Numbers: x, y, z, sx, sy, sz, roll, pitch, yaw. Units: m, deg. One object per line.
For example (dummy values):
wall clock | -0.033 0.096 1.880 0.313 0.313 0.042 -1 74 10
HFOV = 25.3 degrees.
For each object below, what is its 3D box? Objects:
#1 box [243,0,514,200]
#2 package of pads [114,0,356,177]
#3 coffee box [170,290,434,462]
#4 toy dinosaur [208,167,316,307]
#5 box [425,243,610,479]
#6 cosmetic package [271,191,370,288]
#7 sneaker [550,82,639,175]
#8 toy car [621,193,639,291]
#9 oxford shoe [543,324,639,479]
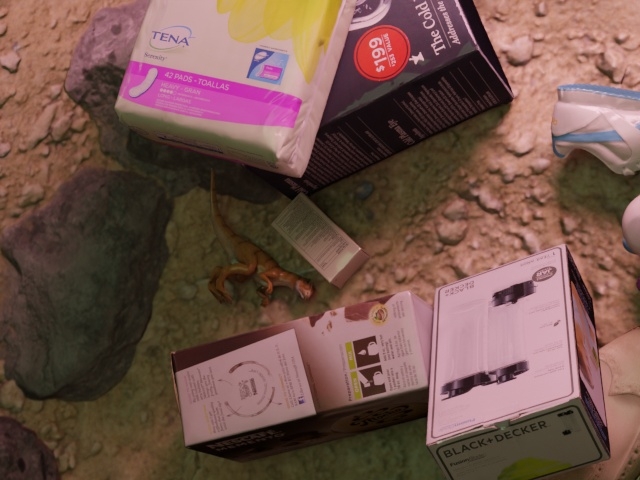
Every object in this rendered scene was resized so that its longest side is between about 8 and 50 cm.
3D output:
box | 0.019 -0.275 1.760 0.313 0.179 0.343 -26 68 14
package of pads | -0.091 -0.240 1.641 0.229 0.101 0.296 15 82 23
coffee box | -0.002 0.163 1.658 0.297 0.168 0.118 -16 71 16
toy dinosaur | -0.099 0.022 1.801 0.211 0.064 0.112 40 74 16
box | 0.208 0.137 1.530 0.169 0.087 0.290 -21 26 17
cosmetic package | 0.000 0.000 1.769 0.060 0.041 0.115 -46 66 4
sneaker | 0.380 -0.120 1.641 0.229 0.087 0.092 12 105 18
toy car | 0.406 0.022 1.568 0.182 0.159 0.136 50 134 22
oxford shoe | 0.257 0.241 1.548 0.140 0.146 0.397 42 92 27
